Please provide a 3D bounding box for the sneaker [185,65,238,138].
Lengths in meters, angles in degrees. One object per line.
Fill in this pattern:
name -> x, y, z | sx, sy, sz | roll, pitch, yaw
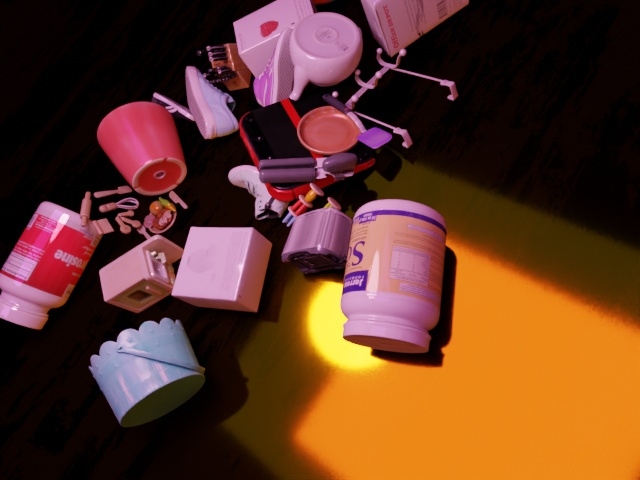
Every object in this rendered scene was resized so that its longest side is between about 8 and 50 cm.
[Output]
sneaker -> -0.403, -0.513, 1.744 | 0.150, 0.135, 0.365 | -11, 60, -25

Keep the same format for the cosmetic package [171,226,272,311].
cosmetic package -> -0.291, 0.085, 1.412 | 0.225, 0.138, 0.223 | 1, 68, 25

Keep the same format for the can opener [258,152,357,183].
can opener -> -0.036, -0.220, 1.351 | 0.284, 0.095, 0.075 | -4, 59, -7

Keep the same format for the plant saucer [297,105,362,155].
plant saucer -> 0.029, -0.336, 1.454 | 0.200, 0.037, 0.199 | -2, 59, 3

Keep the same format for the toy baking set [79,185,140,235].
toy baking set -> -0.747, -0.108, 1.668 | 0.030, 0.197, 0.256 | -52, 43, 36

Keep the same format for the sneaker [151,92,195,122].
sneaker -> -0.581, -0.478, 1.831 | 0.217, 0.079, 0.121 | 32, 105, 18

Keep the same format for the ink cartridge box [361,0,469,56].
ink cartridge box -> 0.298, -0.784, 1.499 | 0.308, 0.223, 0.129 | -33, 59, 7

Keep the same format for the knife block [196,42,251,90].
knife block -> -0.346, -0.681, 1.714 | 0.088, 0.242, 0.275 | -3, 66, 21

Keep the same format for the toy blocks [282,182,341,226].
toy blocks -> -0.030, -0.081, 1.403 | 0.148, 0.123, 0.054 | -46, 19, 19

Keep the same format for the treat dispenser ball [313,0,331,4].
treat dispenser ball -> -0.012, -1.011, 1.691 | 0.288, 0.288, 0.288 | -9, 65, 19

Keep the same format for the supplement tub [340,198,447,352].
supplement tub -> 0.178, 0.092, 1.152 | 0.241, 0.241, 0.331 | 1, 68, 23

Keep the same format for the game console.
game console -> -0.057, -0.319, 1.505 | 0.342, 0.060, 0.386 | -22, 60, -10

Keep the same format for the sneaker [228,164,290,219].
sneaker -> -0.212, -0.150, 1.504 | 0.256, 0.094, 0.151 | 13, 67, 24

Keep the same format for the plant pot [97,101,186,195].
plant pot -> -0.614, -0.312, 1.668 | 0.275, 0.275, 0.243 | -35, 68, 6

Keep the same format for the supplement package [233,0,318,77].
supplement package -> -0.137, -0.730, 1.686 | 0.293, 0.175, 0.177 | -21, 62, 14

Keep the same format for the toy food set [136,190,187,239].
toy food set -> -0.572, -0.087, 1.664 | 0.132, 0.038, 0.192 | 38, 86, 31

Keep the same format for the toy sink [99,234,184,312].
toy sink -> -0.555, 0.115, 1.504 | 0.234, 0.153, 0.131 | -30, 60, 7

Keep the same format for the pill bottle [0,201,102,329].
pill bottle -> -0.960, 0.089, 1.640 | 0.229, 0.229, 0.407 | 16, 75, 28

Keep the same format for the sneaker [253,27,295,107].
sneaker -> -0.166, -0.595, 1.623 | 0.161, 0.102, 0.282 | 33, 118, 37

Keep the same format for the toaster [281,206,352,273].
toaster -> 0.000, 0.000, 1.310 | 0.227, 0.129, 0.146 | -14, 56, 47

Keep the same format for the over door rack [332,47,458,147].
over door rack -> 0.221, -0.462, 1.444 | 0.239, 0.108, 0.324 | -46, 59, -9

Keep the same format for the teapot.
teapot -> 0.020, -0.604, 1.540 | 0.256, 0.187, 0.252 | -3, 65, -1

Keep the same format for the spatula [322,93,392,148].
spatula -> 0.101, -0.372, 1.432 | 0.084, 0.030, 0.296 | -32, 61, -19

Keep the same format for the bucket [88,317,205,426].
bucket -> -0.465, 0.364, 1.291 | 0.281, 0.281, 0.183 | -38, 68, 3
